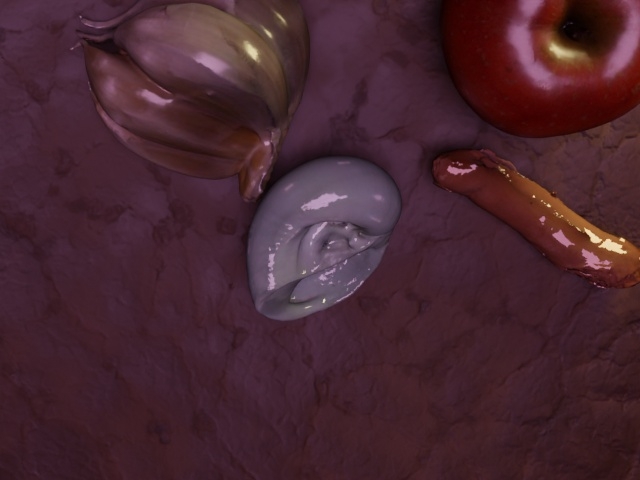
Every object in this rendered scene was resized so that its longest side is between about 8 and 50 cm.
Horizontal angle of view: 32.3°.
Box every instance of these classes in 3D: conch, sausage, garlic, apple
[{"bbox_3d":[0.000,-0.004,1.302,0.221,0.121,0.185,-43,120,9],"label":"conch"},{"bbox_3d":[0.265,-0.028,1.342,0.304,0.078,0.078,32,98,-11],"label":"sausage"},{"bbox_3d":[-0.135,-0.194,1.263,0.292,0.210,0.237,41,130,-14],"label":"garlic"},{"bbox_3d":[0.258,-0.239,1.225,0.260,0.216,0.260,-1,102,-5],"label":"apple"}]
